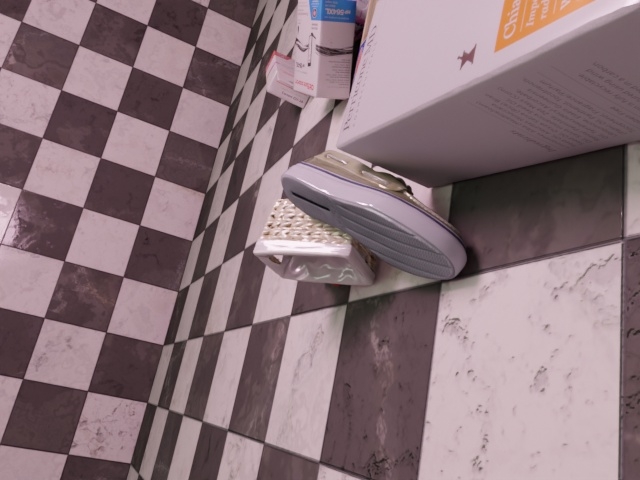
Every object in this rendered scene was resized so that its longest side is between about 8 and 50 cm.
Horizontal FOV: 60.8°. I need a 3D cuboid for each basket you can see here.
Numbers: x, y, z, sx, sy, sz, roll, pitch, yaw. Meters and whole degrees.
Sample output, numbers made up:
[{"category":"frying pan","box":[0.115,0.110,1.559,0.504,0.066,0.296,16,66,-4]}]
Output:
[{"category":"basket","box":[0.000,0.000,0.851,0.167,0.113,0.103,1,64,27]}]

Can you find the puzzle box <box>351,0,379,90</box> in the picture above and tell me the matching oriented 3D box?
[{"category":"puzzle box","box":[0.155,-0.486,0.940,0.272,0.052,0.409,151,131,-71]}]

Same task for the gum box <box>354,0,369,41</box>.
[{"category":"gum box","box":[0.094,-0.551,1.234,0.107,0.062,0.189,-6,68,67]}]

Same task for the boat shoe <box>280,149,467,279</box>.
[{"category":"boat shoe","box":[0.072,-0.052,0.720,0.302,0.109,0.094,31,65,36]}]

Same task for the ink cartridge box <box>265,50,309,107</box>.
[{"category":"ink cartridge box","box":[-0.088,-0.442,1.518,0.067,0.115,0.198,-57,25,31]}]

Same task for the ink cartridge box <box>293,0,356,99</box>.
[{"category":"ink cartridge box","box":[0.006,-0.425,1.208,0.148,0.085,0.203,-138,48,-59]}]

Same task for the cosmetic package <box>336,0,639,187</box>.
[{"category":"cosmetic package","box":[0.201,-0.211,0.557,0.453,0.161,0.230,-8,66,67]}]
